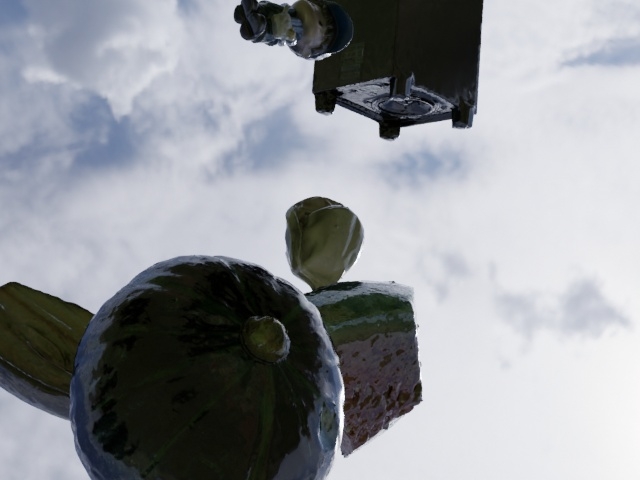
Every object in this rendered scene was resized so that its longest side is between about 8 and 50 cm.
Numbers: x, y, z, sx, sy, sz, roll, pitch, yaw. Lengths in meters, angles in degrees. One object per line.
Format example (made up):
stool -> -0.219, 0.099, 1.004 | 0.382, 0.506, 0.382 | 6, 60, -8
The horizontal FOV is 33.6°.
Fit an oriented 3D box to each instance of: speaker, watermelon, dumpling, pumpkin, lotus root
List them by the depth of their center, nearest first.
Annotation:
pumpkin -> -0.107, 0.158, 1.114 | 0.315, 0.238, 0.315 | 18, -129, -24
watermelon -> 0.073, 0.186, 1.457 | 0.193, 0.257, 0.140 | -11, -160, -24
lotus root -> -0.379, 0.183, 1.516 | 0.314, 0.142, 0.210 | 30, -148, 0
dumpling -> 0.000, 0.000, 1.617 | 0.118, 0.136, 0.199 | -29, -151, 31
speaker -> 0.127, -0.312, 1.713 | 0.184, 0.232, 0.254 | -5, -104, 42

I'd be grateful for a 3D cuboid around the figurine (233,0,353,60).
figurine -> -0.032, -0.227, 1.144 | 0.136, 0.079, 0.077 | -10, -112, -35
